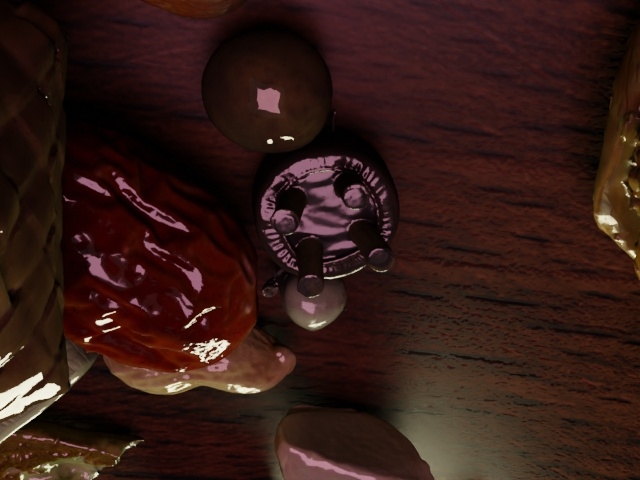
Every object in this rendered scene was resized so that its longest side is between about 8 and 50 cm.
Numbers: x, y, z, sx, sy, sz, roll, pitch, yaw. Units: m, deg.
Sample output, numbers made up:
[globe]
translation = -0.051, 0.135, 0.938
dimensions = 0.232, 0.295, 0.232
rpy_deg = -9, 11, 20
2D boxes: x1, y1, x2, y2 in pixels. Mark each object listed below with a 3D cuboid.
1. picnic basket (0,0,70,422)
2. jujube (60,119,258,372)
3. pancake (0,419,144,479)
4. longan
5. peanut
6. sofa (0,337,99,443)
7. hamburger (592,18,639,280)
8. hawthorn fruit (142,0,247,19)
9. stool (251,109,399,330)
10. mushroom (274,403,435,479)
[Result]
[picnic basket]
translation = -0.329, -0.014, 0.519
dimensions = 0.292, 0.337, 0.337
rpy_deg = 6, 131, 29
[jujube]
translation = -0.165, 0.008, 0.730
dimensions = 0.174, 0.174, 0.250
rpy_deg = -38, 114, 21
[pancake]
translation = -0.372, 0.270, 0.978
dimensions = 0.376, 0.054, 0.197
rpy_deg = -10, 124, 7
[longan]
translation = -0.044, -0.115, 0.698
dimensions = 0.106, 0.106, 0.119
rpy_deg = 26, 159, -19
[peanut]
translation = -0.117, 0.113, 0.862
dimensions = 0.187, 0.082, 0.082
rpy_deg = 0, 125, -4
[sofa]
translation = -0.360, 0.088, 0.831
dimensions = 0.225, 0.176, 0.210
rpy_deg = -41, 122, -10
[hamburger]
translation = 0.373, -0.069, 0.708
dimensions = 0.318, 0.158, 0.319
rpy_deg = -1, 124, -2
[hawthorn fruit]
translation = -0.106, -0.233, 0.571
dimensions = 0.188, 0.169, 0.169
rpy_deg = 17, 123, -16
[stool]
translation = 0.000, 0.000, 0.765
dimensions = 0.125, 0.121, 0.217
rpy_deg = 6, 120, -11
[mushroom]
translation = 0.043, 0.340, 0.996
dimensions = 0.154, 0.138, 0.408
rpy_deg = -12, 128, -9
